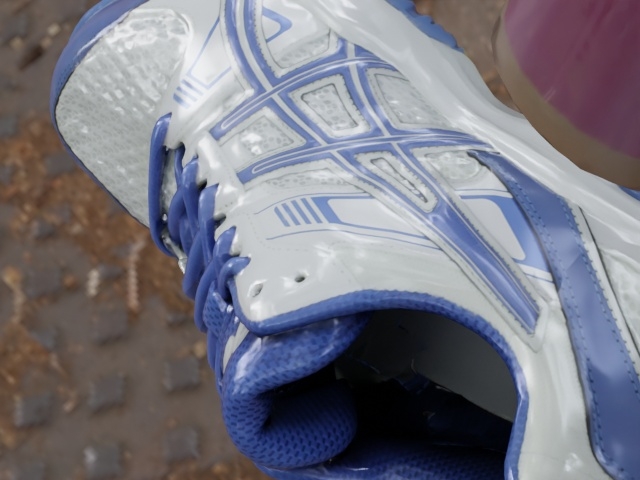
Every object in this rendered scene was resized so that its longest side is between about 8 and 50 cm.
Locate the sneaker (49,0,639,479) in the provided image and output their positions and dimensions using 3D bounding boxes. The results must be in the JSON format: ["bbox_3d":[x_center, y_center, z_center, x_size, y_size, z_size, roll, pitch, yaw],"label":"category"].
[{"bbox_3d":[0.000,0.000,0.556,0.296,0.112,0.131,25,45,38],"label":"sneaker"}]

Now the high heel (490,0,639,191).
[{"bbox_3d":[0.196,-0.137,0.354,0.377,0.181,0.127,-32,68,-34],"label":"high heel"}]
